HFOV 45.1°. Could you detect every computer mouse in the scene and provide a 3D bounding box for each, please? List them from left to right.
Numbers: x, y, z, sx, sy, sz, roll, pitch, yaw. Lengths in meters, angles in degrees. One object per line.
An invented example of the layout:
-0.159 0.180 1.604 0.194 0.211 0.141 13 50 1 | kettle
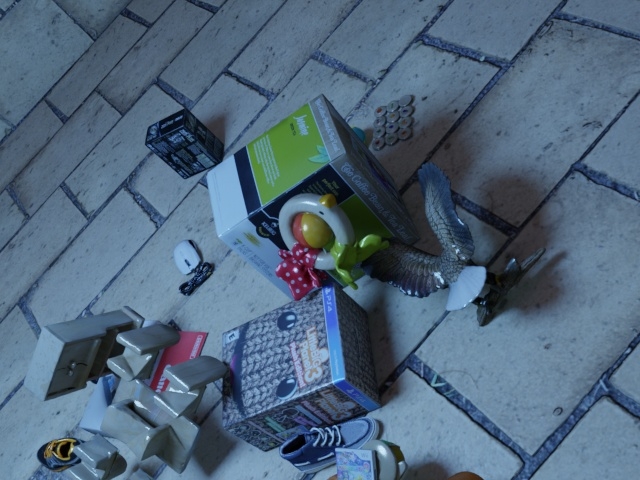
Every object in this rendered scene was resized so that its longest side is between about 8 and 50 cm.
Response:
-0.358 0.056 2.068 0.106 0.042 0.193 -43 42 5 | computer mouse

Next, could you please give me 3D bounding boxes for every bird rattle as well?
0.000 0.000 1.505 0.253 0.207 0.143 -2 28 49 | bird rattle

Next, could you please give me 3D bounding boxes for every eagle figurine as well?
0.232 0.024 1.487 0.298 0.225 0.226 41 60 14 | eagle figurine

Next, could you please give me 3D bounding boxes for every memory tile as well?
0.180 -0.295 1.928 0.113 0.012 0.148 -16 50 29 | memory tile

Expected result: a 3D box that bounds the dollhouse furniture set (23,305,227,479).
-0.404 0.335 1.690 0.394 0.256 0.362 31 109 22 | dollhouse furniture set

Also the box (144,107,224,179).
-0.396 -0.280 2.252 0.147 0.180 0.077 -21 48 26 | box

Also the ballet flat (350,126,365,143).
0.040 -0.183 1.921 0.077 0.077 0.231 -10 47 60 | ballet flat

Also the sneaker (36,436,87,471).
-0.636 0.520 1.907 0.215 0.083 0.084 -13 53 33 | sneaker

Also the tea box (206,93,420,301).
-0.015 -0.074 1.680 0.323 0.329 0.220 -31 44 14 | tea box

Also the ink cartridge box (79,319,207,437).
-0.436 0.341 1.896 0.261 0.066 0.296 -4 57 38 | ink cartridge box

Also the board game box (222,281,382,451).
-0.046 0.263 1.586 0.291 0.141 0.232 -27 46 21 | board game box

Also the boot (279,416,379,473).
0.016 0.386 1.482 0.190 0.086 0.069 -33 44 14 | boot

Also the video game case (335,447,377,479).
0.064 0.422 1.330 0.087 0.011 0.122 -12 79 45 | video game case

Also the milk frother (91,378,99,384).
-0.624 0.314 2.052 0.135 0.129 0.143 150 115 -70 | milk frother

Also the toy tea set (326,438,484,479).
0.159 0.449 1.331 0.336 0.124 0.200 26 106 43 | toy tea set
